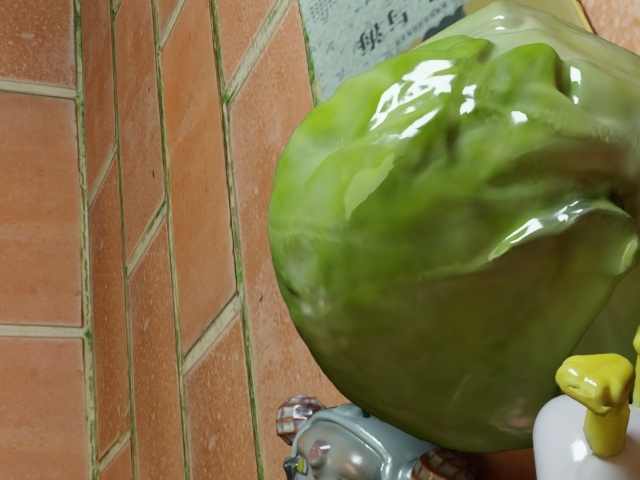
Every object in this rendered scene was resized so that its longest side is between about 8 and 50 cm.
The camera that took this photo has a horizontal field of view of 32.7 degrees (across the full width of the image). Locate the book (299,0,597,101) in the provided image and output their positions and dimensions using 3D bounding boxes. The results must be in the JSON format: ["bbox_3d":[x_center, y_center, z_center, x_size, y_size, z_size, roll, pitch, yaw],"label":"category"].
[{"bbox_3d":[0.105,-0.191,1.005,0.269,0.032,0.389,-38,48,29],"label":"book"}]

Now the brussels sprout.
[{"bbox_3d":[0.109,-0.003,0.777,0.247,0.328,0.328,-80,7,-60],"label":"brussels sprout"}]

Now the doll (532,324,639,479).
[{"bbox_3d":[0.175,0.231,0.681,0.094,0.160,0.365,12,111,46],"label":"doll"}]

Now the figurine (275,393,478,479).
[{"bbox_3d":[0.065,0.172,1.000,0.281,0.167,0.370,8,86,58],"label":"figurine"}]
